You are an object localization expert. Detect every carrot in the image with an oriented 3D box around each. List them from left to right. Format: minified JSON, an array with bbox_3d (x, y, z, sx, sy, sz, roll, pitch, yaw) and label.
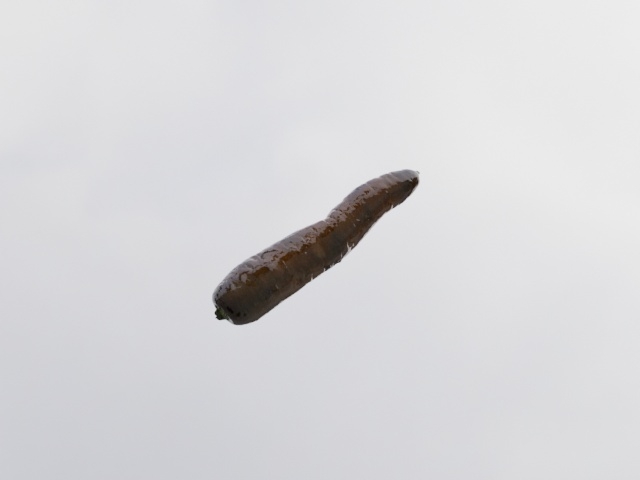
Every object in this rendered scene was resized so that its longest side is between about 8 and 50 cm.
[{"bbox_3d":[0.001,0.001,1.224,0.165,0.035,0.036,-34,-40,-20],"label":"carrot"}]
